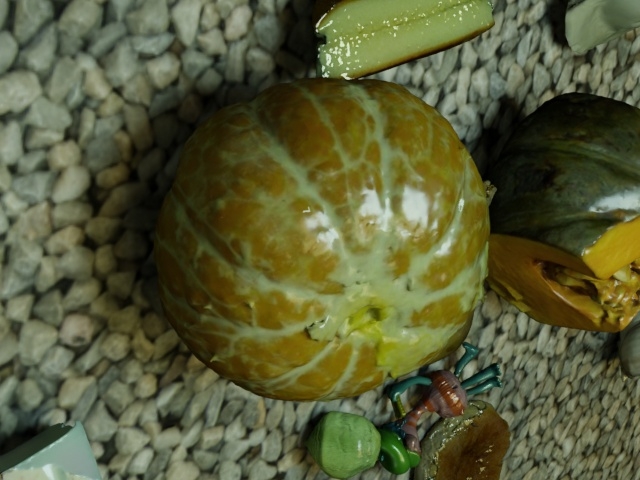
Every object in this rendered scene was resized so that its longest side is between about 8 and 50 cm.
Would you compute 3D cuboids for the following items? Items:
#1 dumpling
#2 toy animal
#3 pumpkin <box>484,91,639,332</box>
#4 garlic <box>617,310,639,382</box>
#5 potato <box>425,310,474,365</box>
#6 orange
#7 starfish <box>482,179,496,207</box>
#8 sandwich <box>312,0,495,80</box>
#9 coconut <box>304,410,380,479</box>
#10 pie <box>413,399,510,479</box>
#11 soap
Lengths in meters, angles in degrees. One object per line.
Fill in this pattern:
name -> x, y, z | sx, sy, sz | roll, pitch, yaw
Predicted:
dumpling -> 0.434, -0.360, 1.218 | 0.227, 0.243, 0.175 | 35, 43, -62
toy animal -> 0.147, 0.217, 1.239 | 0.208, 0.100, 0.103 | -35, 106, -15
pumpkin -> 0.326, -0.033, 1.165 | 0.225, 0.256, 0.303 | -54, 140, -16
garlic -> 0.590, 0.153, 1.560 | 0.229, 0.178, 0.142 | 5, 73, -62
potato -> 0.133, 0.076, 1.134 | 0.137, 0.137, 0.176 | 34, 87, -45
orange -> 0.000, 0.000, 0.881 | 0.329, 0.249, 0.329 | -8, 120, -15
starfish -> 0.109, -0.043, 1.056 | 0.190, 0.074, 0.146 | 13, 78, -10
sandwich -> 0.069, -0.231, 0.973 | 0.244, 0.088, 0.090 | -22, 113, -30
coconut -> 0.026, 0.254, 1.145 | 0.088, 0.096, 0.087 | -1, 90, -75
pie -> 0.215, 0.324, 1.371 | 0.195, 0.046, 0.195 | -18, 118, -37
soap -> -0.249, 0.290, 0.859 | 0.091, 0.145, 0.230 | -17, 92, -31
